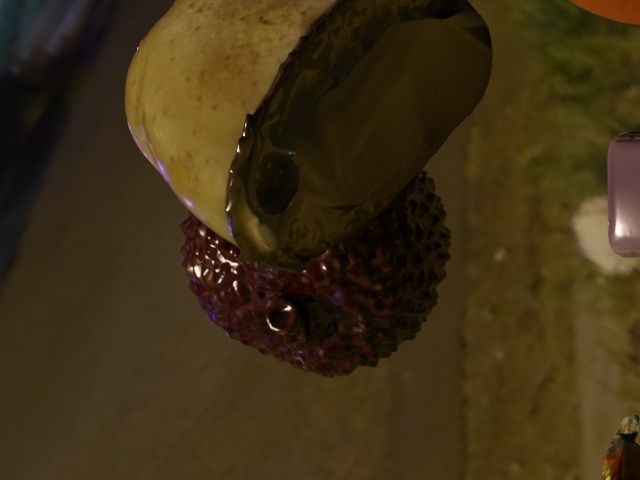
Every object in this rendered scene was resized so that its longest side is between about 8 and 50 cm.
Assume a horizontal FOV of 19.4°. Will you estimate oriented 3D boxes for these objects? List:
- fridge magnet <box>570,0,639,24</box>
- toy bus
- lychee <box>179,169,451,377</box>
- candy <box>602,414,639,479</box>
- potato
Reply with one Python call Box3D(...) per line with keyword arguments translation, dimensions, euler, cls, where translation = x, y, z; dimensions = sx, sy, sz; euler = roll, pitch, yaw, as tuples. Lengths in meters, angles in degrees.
Box3D(translation=(0.370, -0.395, 1.969), dimensions=(0.363, 0.364, 0.155), euler=(-53, 21, 30), cls="fridge magnet")
Box3D(translation=(0.408, -0.047, 1.953), dimensions=(0.142, 0.202, 0.142), euler=(3, -93, -59), cls="toy bus")
Box3D(translation=(0.000, 0.000, 2.081), dimensions=(0.306, 0.306, 0.330), euler=(-49, 15, 42), cls="lychee")
Box3D(translation=(0.345, 0.278, 2.134), dimensions=(0.053, 0.046, 0.182), euler=(-50, 28, 45), cls="candy")
Box3D(translation=(-0.032, -0.121, 1.480), dimensions=(0.285, 0.242, 0.242), euler=(-50, 8, -16), cls="potato")
